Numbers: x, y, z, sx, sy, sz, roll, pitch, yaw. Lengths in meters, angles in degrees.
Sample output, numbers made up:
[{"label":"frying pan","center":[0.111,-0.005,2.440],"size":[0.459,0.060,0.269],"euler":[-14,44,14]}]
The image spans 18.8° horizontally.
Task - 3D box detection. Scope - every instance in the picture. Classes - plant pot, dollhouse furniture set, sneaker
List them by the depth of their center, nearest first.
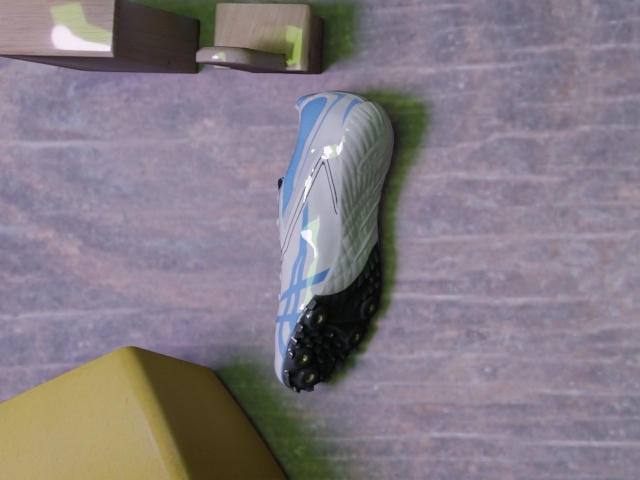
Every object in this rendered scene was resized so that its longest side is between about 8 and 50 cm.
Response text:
[{"label":"plant pot","center":[-0.148,0.200,1.499],"size":[0.212,0.212,0.187],"euler":[-25,69,18]},{"label":"dollhouse furniture set","center":[-0.151,-0.312,1.500],"size":[0.303,0.174,0.355],"euler":[4,92,19]},{"label":"sneaker","center":[0.000,0.000,1.506],"size":[0.086,0.085,0.237],"euler":[19,101,45]}]
